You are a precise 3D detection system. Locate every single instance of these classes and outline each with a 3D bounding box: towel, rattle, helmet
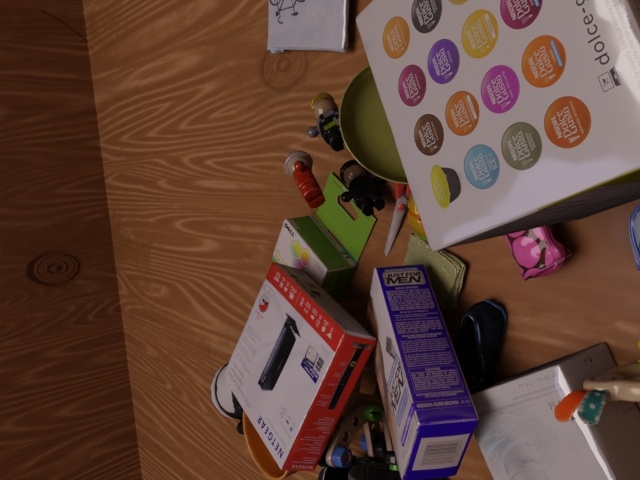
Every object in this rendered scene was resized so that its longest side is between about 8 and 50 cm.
[{"bbox_3d":[0.219,0.059,1.232,0.148,0.027,0.110,37,128,41],"label":"towel"},{"bbox_3d":[0.408,0.157,0.856,0.130,0.199,0.143,-97,-2,-74],"label":"rattle"},{"bbox_3d":[0.074,0.575,1.440,0.161,0.169,0.170,-2,97,36],"label":"helmet"}]

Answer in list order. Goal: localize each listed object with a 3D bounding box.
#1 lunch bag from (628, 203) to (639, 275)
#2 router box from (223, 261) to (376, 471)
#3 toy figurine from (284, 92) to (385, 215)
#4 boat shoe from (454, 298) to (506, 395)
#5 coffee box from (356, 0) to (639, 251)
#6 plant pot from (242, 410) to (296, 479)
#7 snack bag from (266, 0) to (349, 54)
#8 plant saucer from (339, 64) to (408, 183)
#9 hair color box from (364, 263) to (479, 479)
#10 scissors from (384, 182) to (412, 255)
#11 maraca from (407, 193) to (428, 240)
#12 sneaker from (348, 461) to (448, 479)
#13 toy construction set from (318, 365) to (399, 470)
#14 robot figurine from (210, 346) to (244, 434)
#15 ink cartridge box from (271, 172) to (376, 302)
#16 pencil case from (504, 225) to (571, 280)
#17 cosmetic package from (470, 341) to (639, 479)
[{"bbox_3d":[0.524,0.030,0.722,0.303,0.114,0.243,-20,83,45],"label":"lunch bag"},{"bbox_3d":[-0.058,0.249,1.317,0.335,0.082,0.301,37,106,54],"label":"router box"},{"bbox_3d":[0.051,-0.170,1.254,0.210,0.212,0.148,-66,32,34],"label":"toy figurine"},{"bbox_3d":[0.264,0.229,1.160,0.109,0.089,0.259,21,115,49],"label":"boat shoe"},{"bbox_3d":[0.307,-0.209,0.785,0.334,0.338,0.338,-28,76,53],"label":"coffee box"},{"bbox_3d":[-0.062,0.460,1.573,0.205,0.187,0.205,17,112,50],"label":"plant pot"},{"bbox_3d":[-0.021,-0.583,1.388,0.323,0.037,0.343,21,115,50],"label":"snack bag"},{"bbox_3d":[0.151,-0.210,1.117,0.037,0.240,0.241,100,151,-76],"label":"plant saucer"},{"bbox_3d":[0.167,0.227,1.140,0.339,0.110,0.185,-99,10,-47],"label":"hair color box"},{"bbox_3d":[0.172,-0.082,1.250,0.021,0.108,0.297,-106,6,-48],"label":"scissors"},{"bbox_3d":[0.224,-0.076,1.130,0.186,0.099,0.127,-48,41,42],"label":"maraca"},{"bbox_3d":[0.165,0.548,1.329,0.227,0.087,0.131,6,111,19],"label":"sneaker"},{"bbox_3d":[0.073,0.358,1.384,0.309,0.257,0.238,156,118,-66],"label":"toy construction set"},{"bbox_3d":[-0.195,0.406,1.748,0.173,0.209,0.278,45,145,-14],"label":"robot figurine"},{"bbox_3d":[0.000,0.000,1.453,0.189,0.097,0.255,50,135,34],"label":"ink cartridge box"},{"bbox_3d":[0.327,-0.046,1.005,0.098,0.095,0.210,-37,72,63],"label":"pencil case"},{"bbox_3d":[0.376,0.312,0.993,0.224,0.138,0.225,-42,67,50],"label":"cosmetic package"}]
